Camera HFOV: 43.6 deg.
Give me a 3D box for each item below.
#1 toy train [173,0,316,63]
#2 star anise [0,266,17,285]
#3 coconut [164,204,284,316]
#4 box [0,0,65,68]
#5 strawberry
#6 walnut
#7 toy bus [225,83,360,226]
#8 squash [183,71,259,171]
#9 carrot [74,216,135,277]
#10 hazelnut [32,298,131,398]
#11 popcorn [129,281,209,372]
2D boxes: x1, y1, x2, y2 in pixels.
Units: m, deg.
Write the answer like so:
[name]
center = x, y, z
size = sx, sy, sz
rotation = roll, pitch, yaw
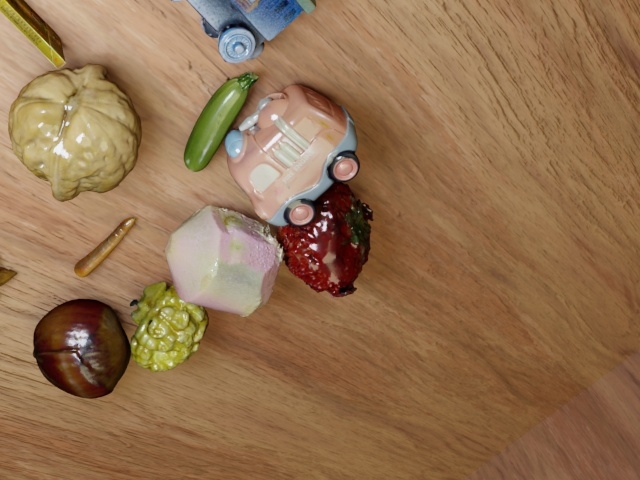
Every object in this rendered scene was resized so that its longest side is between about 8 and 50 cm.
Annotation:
[toy train]
center = -0.158, -0.451, 1.378
size = 0.202, 0.131, 0.299
rotation = -39, 137, 9
[star anise]
center = -0.719, 0.087, 1.665
size = 0.167, 0.057, 0.168
rotation = -13, 135, -14
[coconut]
center = -0.224, 0.039, 1.757
size = 0.245, 0.233, 0.233
rotation = 23, 118, -34
[box]
center = -0.485, -0.363, 1.326
size = 0.022, 0.089, 0.156
rotation = -32, 136, 8
[strawberry]
center = 0.000, 0.000, 1.836
size = 0.220, 0.274, 0.274
rotation = -7, 144, 24
[walnut]
center = -0.433, -0.190, 1.426
size = 0.224, 0.257, 0.257
rotation = 16, 126, -8
[toy bus]
center = -0.070, -0.184, 1.647
size = 0.287, 0.194, 0.232
rotation = -43, 128, 16
[squash]
center = -0.209, -0.242, 1.601
size = 0.066, 0.066, 0.252
rotation = 15, 122, -37
[carrot]
center = -0.467, 0.012, 1.743
size = 0.190, 0.037, 0.037
rotation = -43, 136, 10
[hazelnut]
center = -0.545, 0.241, 1.813
size = 0.229, 0.229, 0.230
rotation = -14, 136, -14
[popcorn]
center = -0.364, 0.200, 1.870
size = 0.169, 0.189, 0.218
rotation = 27, 116, -34
